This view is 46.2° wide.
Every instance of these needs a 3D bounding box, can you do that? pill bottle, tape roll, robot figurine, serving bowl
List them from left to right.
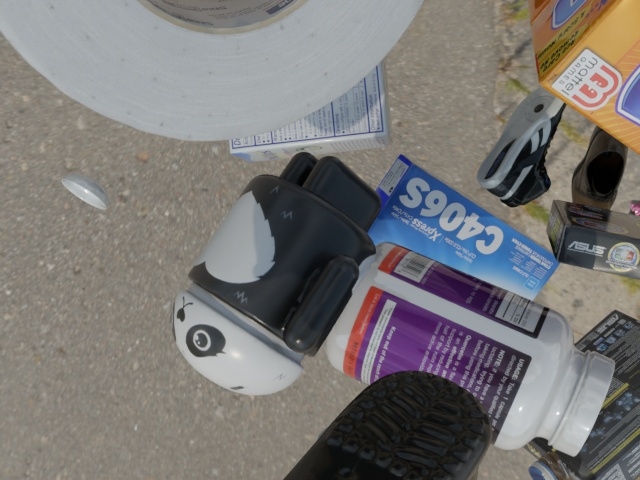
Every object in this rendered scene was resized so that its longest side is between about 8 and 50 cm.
[{"bbox_3d":[-0.381,-0.086,1.233,0.083,0.083,0.027,34,70,-13],"label":"serving bowl"},{"bbox_3d":[-0.051,-0.159,0.335,0.219,0.072,0.219,-12,124,-18],"label":"tape roll"},{"bbox_3d":[-0.049,0.036,0.846,0.173,0.209,0.278,32,82,6],"label":"robot figurine"},{"bbox_3d":[0.181,0.138,0.931,0.322,0.181,0.182,24,100,17],"label":"pill bottle"}]

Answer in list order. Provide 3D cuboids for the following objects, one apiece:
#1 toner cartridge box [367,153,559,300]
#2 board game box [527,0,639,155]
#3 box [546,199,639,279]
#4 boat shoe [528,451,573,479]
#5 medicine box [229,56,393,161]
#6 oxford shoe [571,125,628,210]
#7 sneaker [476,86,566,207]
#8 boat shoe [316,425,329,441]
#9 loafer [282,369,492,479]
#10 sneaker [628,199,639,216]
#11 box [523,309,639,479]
[{"bbox_3d":[0.241,0.008,1.327,0.347,0.075,0.165,29,103,-19],"label":"toner cartridge box"},{"bbox_3d":[0.501,-0.289,0.874,0.356,0.356,0.356,32,126,-11],"label":"board game box"},{"bbox_3d":[0.489,0.009,1.138,0.270,0.216,0.060,12,105,10],"label":"box"},{"bbox_3d":[0.455,0.467,1.361,0.066,0.066,0.183,-35,97,-20],"label":"boat shoe"},{"bbox_3d":[-0.025,-0.293,1.366,0.289,0.149,0.264,-6,88,8],"label":"medicine box"},{"bbox_3d":[0.484,-0.098,1.320,0.082,0.096,0.227,10,140,17],"label":"oxford shoe"},{"bbox_3d":[0.368,-0.156,1.284,0.121,0.079,0.217,35,95,-31],"label":"sneaker"},{"bbox_3d":[0.178,0.464,1.641,0.367,0.136,0.156,-18,106,23],"label":"boat shoe"},{"bbox_3d":[-0.009,0.243,0.496,0.366,0.133,0.130,-34,135,-29],"label":"loafer"},{"bbox_3d":[0.600,-0.021,1.387,0.047,0.119,0.057,7,129,-11],"label":"sneaker"},{"bbox_3d":[0.631,0.350,1.646,0.395,0.318,0.097,-37,115,-10],"label":"box"}]
